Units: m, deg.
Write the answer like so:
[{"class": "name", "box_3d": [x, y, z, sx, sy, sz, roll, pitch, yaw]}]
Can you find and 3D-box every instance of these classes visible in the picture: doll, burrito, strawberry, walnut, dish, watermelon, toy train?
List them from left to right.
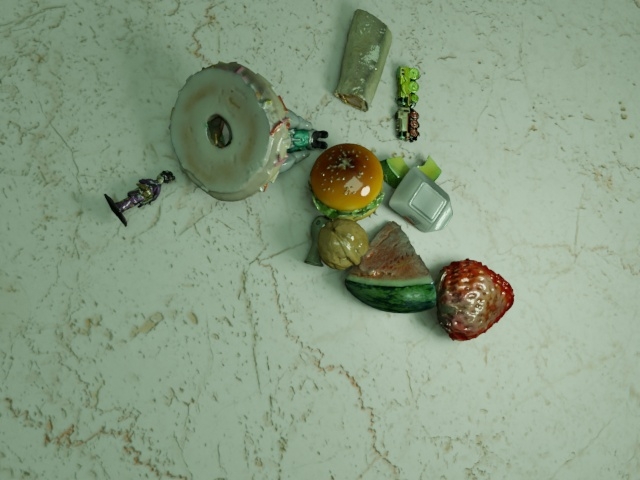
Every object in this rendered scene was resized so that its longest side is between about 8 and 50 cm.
[{"class": "doll", "box_3d": [-0.101, -0.320, 1.531, 0.258, 0.153, 0.195, -29, 111, -15]}, {"class": "walnut", "box_3d": [0.063, 0.009, 1.501, 0.166, 0.167, 0.149, -28, 52, -13]}, {"class": "burrito", "box_3d": [0.142, -0.577, 1.630, 0.143, 0.105, 0.299, 15, 85, -8]}, {"class": "watermelon", "box_3d": [0.228, 0.117, 1.613, 0.282, 0.293, 0.251, 7, 130, 11]}, {"class": "toy train", "box_3d": [0.288, -0.447, 1.684, 0.085, 0.053, 0.250, 1, 87, -5]}, {"class": "dish", "box_3d": [0.346, -0.115, 1.639, 0.234, 0.064, 0.154, 33, 90, -29]}, {"class": "strawberry", "box_3d": [0.514, 0.187, 1.622, 0.336, 0.149, 0.265, -4, 89, -33]}]

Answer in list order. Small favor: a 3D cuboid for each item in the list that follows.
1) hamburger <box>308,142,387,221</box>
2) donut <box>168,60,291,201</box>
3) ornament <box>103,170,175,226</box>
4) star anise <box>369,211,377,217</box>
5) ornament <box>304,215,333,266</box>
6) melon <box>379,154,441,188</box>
[{"class": "hamburger", "box_3d": [0.081, -0.179, 1.527, 0.245, 0.170, 0.246, -1, 63, 3]}, {"class": "donut", "box_3d": [-0.246, -0.301, 1.422, 0.382, 0.142, 0.383, 7, 104, 27]}, {"class": "ornament", "box_3d": [-0.517, -0.142, 1.471, 0.081, 0.088, 0.203, 38, 65, 15]}, {"class": "star anise", "box_3d": [0.133, -0.111, 1.621, 0.124, 0.056, 0.129, 30, 66, -12]}, {"class": "ornament", "box_3d": [0.000, 0.000, 1.582, 0.081, 0.074, 0.156, 17, 82, -26]}, {"class": "melon", "box_3d": [0.298, -0.223, 1.671, 0.209, 0.064, 0.118, -10, 84, -16]}]
